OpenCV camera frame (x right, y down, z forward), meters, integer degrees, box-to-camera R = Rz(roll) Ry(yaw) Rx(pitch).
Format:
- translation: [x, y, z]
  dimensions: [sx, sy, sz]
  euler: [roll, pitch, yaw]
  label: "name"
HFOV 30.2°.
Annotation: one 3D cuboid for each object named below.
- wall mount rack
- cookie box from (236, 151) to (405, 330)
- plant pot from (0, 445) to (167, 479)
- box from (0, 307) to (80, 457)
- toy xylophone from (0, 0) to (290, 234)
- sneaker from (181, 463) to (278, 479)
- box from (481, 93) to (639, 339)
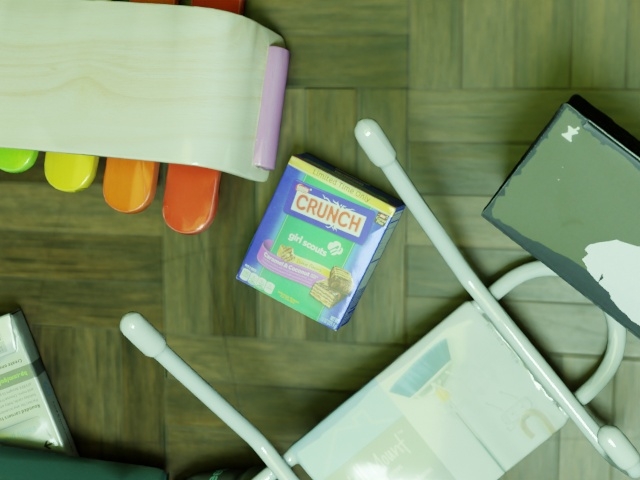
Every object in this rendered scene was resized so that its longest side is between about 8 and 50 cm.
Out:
- translation: [0.046, 0.104, 0.830]
  dimensions: [0.350, 0.130, 0.304]
  euler: [-39, 88, 0]
  label: "wall mount rack"
- translation: [0.000, 0.000, 0.910]
  dimensions: [0.091, 0.040, 0.107]
  euler: [27, 103, 9]
  label: "cookie box"
- translation: [-0.211, 0.285, 0.869]
  dimensions: [0.165, 0.234, 0.166]
  euler: [9, 107, -7]
  label: "plant pot"
- translation: [-0.286, 0.168, 0.991]
  dimensions: [0.145, 0.038, 0.186]
  euler: [-21, 93, 3]
  label: "box"
- translation: [-0.178, -0.146, 0.906]
  dimensions: [0.322, 0.081, 0.236]
  euler: [14, 88, 13]
  label: "toy xylophone"
- translation: [-0.062, 0.311, 0.957]
  dimensions: [0.106, 0.101, 0.268]
  euler: [-5, 92, 29]
  label: "sneaker"
- translation: [0.202, -0.015, 0.798]
  dimensions: [0.156, 0.158, 0.093]
  euler: [39, 105, 6]
  label: "box"
